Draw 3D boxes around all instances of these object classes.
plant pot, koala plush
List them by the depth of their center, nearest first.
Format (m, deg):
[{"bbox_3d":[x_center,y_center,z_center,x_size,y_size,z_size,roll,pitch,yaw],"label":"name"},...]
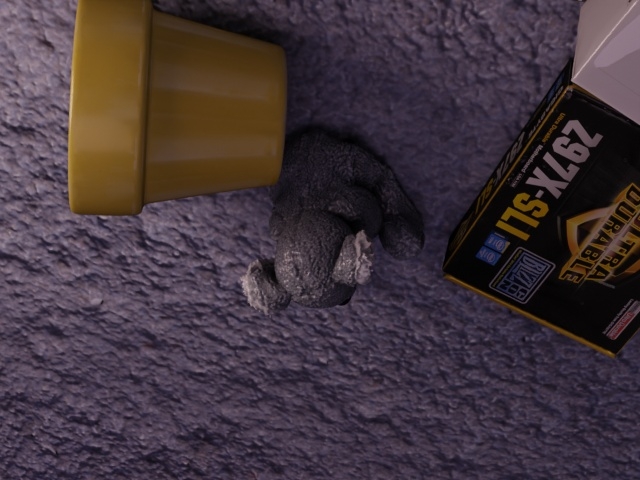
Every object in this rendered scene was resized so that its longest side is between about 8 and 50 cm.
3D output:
[{"bbox_3d":[-0.164,-0.150,1.529,0.239,0.254,0.254,3,129,-7],"label":"plant pot"},{"bbox_3d":[0.000,0.000,1.605,0.196,0.221,0.203,-14,123,23],"label":"koala plush"}]

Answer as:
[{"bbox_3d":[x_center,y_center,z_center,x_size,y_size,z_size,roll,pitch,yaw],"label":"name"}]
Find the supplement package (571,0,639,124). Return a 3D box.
[{"bbox_3d":[0.393,-0.244,1.231,0.177,0.175,0.293,31,125,-7],"label":"supplement package"}]

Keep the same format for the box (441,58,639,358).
[{"bbox_3d":[0.331,-0.031,1.595,0.257,0.079,0.322,27,129,-5],"label":"box"}]
